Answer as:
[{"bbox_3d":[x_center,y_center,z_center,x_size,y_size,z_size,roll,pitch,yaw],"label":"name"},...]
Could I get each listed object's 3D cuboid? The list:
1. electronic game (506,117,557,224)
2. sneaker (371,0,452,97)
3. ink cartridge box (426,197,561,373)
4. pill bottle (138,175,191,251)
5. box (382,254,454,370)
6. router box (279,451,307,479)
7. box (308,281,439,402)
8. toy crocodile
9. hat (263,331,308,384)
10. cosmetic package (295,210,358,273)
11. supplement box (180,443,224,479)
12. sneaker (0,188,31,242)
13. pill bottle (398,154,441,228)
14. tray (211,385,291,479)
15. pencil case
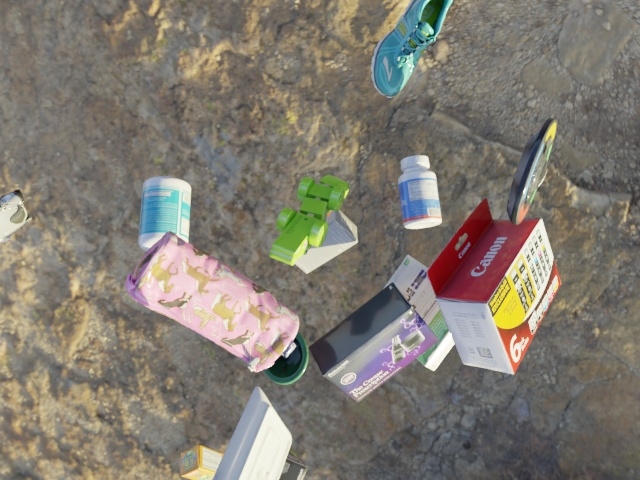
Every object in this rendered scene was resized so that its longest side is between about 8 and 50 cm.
[{"bbox_3d":[0.447,-0.142,1.047,0.048,0.229,0.229,21,121,25],"label":"electronic game"},{"bbox_3d":[0.207,-0.461,1.142,0.107,0.110,0.275,26,97,-20],"label":"sneaker"},{"bbox_3d":[0.402,0.088,1.131,0.130,0.309,0.271,0,126,47],"label":"ink cartridge box"},{"bbox_3d":[-0.478,-0.053,1.532,0.146,0.146,0.263,-10,72,31],"label":"pill bottle"},{"bbox_3d":[0.298,0.204,1.494,0.059,0.322,0.232,33,94,-31],"label":"box"},{"bbox_3d":[-0.158,0.616,1.118,0.081,0.308,0.243,29,163,-13],"label":"router box"},{"bbox_3d":[0.133,0.253,1.223,0.261,0.103,0.184,-39,129,4],"label":"box"},{"bbox_3d":[-0.021,-0.059,1.251,0.115,0.340,0.105,17,137,14],"label":"toy crocodile"},{"bbox_3d":[-0.084,0.366,1.619,0.173,0.184,0.208,-46,59,9],"label":"hat"},{"bbox_3d":[0.000,0.000,1.742,0.238,0.107,0.127,-36,120,25],"label":"cosmetic package"},{"bbox_3d":[-0.317,0.696,1.518,0.078,0.080,0.233,-32,130,18],"label":"supplement box"},{"bbox_3d":[-0.758,-0.091,1.133,0.132,0.228,0.086,-34,63,-2],"label":"sneaker"},{"bbox_3d":[0.317,-0.156,1.616,0.124,0.124,0.221,-12,78,32],"label":"pill bottle"},{"bbox_3d":[-0.108,0.385,0.810,0.030,0.270,0.145,-13,118,25],"label":"tray"},{"bbox_3d":[-0.233,0.141,1.114,0.386,0.167,0.160,37,104,-20],"label":"pencil case"}]
